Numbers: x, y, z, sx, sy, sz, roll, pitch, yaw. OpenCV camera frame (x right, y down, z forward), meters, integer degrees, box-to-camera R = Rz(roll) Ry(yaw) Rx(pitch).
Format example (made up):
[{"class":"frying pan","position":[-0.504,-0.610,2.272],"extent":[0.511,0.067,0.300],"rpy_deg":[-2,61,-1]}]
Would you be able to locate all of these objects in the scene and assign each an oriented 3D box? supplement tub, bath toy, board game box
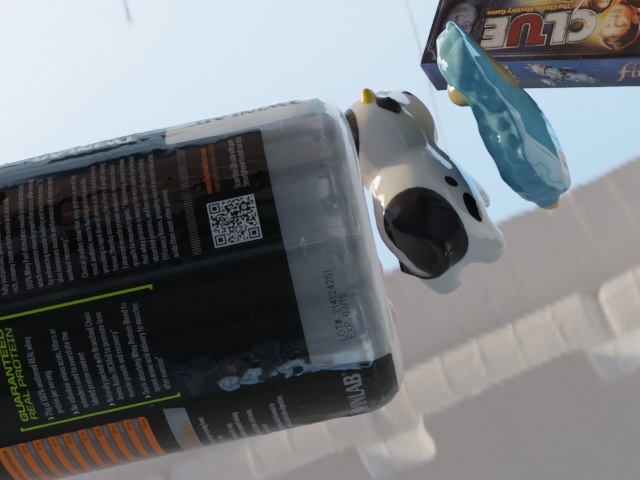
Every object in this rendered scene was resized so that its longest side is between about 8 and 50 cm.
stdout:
[{"class":"supplement tub","position":[-0.120,0.036,0.961],"extent":[0.316,0.193,0.193],"rpy_deg":[-12,-114,1]},{"class":"bath toy","position":[0.000,0.000,1.141],"extent":[0.348,0.129,0.151],"rpy_deg":[-40,-136,15]},{"class":"board game box","position":[0.217,-0.204,1.340],"extent":[0.243,0.042,0.165],"rpy_deg":[2,-118,31]}]
